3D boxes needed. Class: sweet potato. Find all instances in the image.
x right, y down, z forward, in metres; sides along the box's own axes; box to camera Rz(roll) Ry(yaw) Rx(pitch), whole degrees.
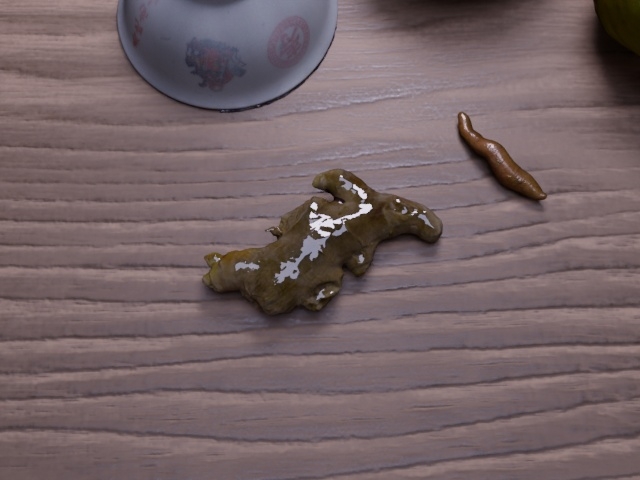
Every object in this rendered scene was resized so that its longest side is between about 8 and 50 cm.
[{"bbox_3d":[0.258,-0.119,1.182,0.044,0.044,0.179,-43,79,-12],"label":"sweet potato"}]

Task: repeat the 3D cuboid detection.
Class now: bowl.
[{"bbox_3d":[-0.143,-0.378,1.193,0.345,0.157,0.345,0,73,0],"label":"bowl"}]

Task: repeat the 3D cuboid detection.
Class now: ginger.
[{"bbox_3d":[-0.002,0.001,1.124,0.333,0.080,0.166,-30,88,-6],"label":"ginger"}]

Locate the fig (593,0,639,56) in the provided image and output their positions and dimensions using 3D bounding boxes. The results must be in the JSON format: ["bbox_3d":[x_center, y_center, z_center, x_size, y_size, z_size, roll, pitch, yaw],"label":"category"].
[{"bbox_3d":[0.563,-0.384,1.121,0.343,0.343,0.343,0,74,-1],"label":"fig"}]
